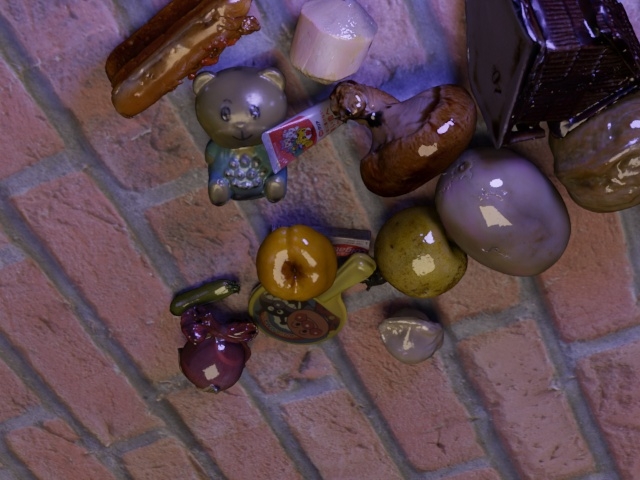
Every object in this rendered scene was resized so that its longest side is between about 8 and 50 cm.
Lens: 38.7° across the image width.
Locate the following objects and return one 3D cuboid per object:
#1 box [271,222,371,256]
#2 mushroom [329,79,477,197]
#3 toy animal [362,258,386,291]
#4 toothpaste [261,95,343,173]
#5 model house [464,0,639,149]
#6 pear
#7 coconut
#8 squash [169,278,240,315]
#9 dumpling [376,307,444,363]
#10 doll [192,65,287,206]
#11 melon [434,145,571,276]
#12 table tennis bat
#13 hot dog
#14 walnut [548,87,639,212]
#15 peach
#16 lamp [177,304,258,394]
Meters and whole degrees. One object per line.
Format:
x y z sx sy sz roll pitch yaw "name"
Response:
0.000 0.000 2.001 0.218 0.039 0.055 6 126 -4 "box"
0.174 -0.212 1.717 0.267 0.267 0.254 -14 116 11 "mushroom"
0.133 0.075 2.052 0.136 0.047 0.065 -21 132 9 "toy animal"
-0.012 -0.223 1.744 0.234 0.057 0.089 -35 130 -20 "toothpaste"
0.421 -0.370 1.630 0.283 0.317 0.297 -13 160 -15 "model house"
0.204 0.029 1.925 0.197 0.197 0.197 0 127 0 "pear"
0.024 -0.373 1.655 0.147 0.147 0.152 17 126 -12 "coconut"
-0.268 0.127 2.093 0.183 0.052 0.052 -22 124 17 "squash"
0.219 0.219 2.123 0.136 0.118 0.199 -26 144 21 "dumpling"
-0.147 -0.212 1.766 0.177 0.161 0.260 -3 127 1 "doll"
0.366 -0.058 1.838 0.223 0.223 0.317 -37 123 25 "melon"
-0.011 0.134 2.074 0.224 0.054 0.369 37 129 -22 "table tennis bat"
-0.253 -0.358 1.670 0.349 0.158 0.117 -35 137 20 "hot dog"
0.573 -0.180 1.727 0.283 0.283 0.227 -25 99 18 "walnut"
-0.052 0.047 1.938 0.179 0.103 0.179 3 118 6 "peach"
-0.259 0.257 2.135 0.215 0.151 0.223 11 97 -41 "lamp"
